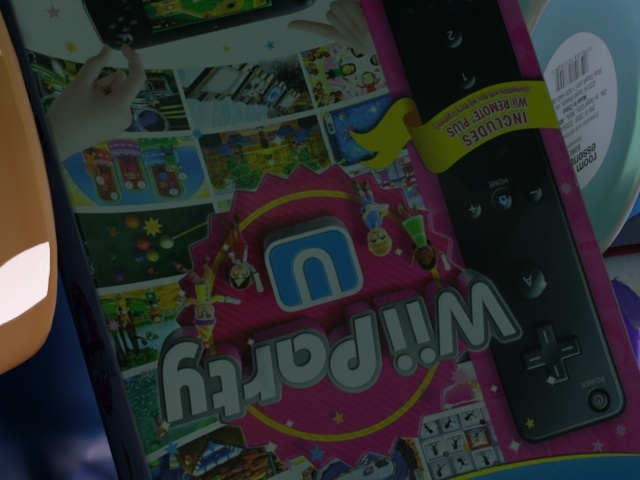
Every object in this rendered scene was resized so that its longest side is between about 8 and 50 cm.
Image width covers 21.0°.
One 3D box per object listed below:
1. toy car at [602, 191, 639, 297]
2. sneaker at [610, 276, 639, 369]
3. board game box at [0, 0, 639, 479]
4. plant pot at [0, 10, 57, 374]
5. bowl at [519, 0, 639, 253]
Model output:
[{"bbox_3d":[0.232,0.043,1.236,0.238,0.210,0.219,-62,137,-69],"label":"toy car"},{"bbox_3d":[0.082,0.142,0.999,0.146,0.102,0.293,-2,138,-43],"label":"sneaker"},{"bbox_3d":[0.000,0.000,0.757,0.224,0.097,0.303,-16,86,-18],"label":"board game box"},{"bbox_3d":[-0.235,-0.043,0.472,0.203,0.291,0.291,-32,126,-25],"label":"plant pot"},{"bbox_3d":[0.078,-0.081,0.964,0.311,0.163,0.312,-19,114,-49],"label":"bowl"}]
